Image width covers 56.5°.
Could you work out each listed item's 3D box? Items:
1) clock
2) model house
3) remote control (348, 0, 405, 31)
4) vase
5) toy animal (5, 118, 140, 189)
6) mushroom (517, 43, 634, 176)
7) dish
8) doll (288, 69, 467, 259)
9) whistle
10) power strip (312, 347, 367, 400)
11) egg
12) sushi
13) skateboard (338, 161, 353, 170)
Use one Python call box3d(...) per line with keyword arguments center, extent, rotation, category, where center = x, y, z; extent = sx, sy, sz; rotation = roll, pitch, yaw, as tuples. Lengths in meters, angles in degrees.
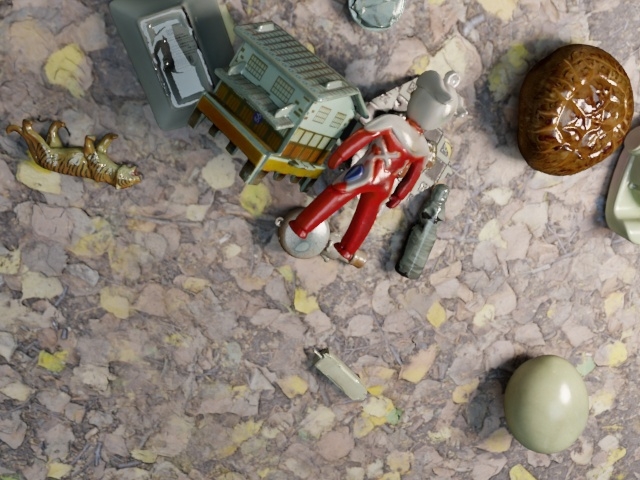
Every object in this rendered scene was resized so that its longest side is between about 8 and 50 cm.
box3d(center=(0.758, -0.149, 1.246), extent=(0.265, 0.108, 0.324), rotation=(-2, 113, -7), category="clock")
box3d(center=(-0.070, -0.225, 1.014), extent=(0.215, 0.224, 0.198), rotation=(-53, 154, 18), category="model house")
box3d(center=(0.103, -0.493, 1.034), extent=(0.104, 0.052, 0.247), rotation=(2, 113, -8), category="remote control")
box3d(center=(0.218, -0.022, 1.250), extent=(0.060, 0.060, 0.211), rotation=(15, 109, -14), category="vase")
box3d(center=(-0.451, -0.158, 1.096), extent=(0.241, 0.056, 0.099), rotation=(11, 111, -13), category="toy animal")
box3d(center=(0.488, -0.245, 1.149), extent=(0.253, 0.153, 0.253), rotation=(-7, 114, -16), category="mushroom")
box3d(center=(-0.244, -0.322, 1.044), extent=(0.182, 0.080, 0.243), rotation=(-19, 114, 0), category="dish")
box3d(center=(0.112, -0.138, 1.047), extent=(0.384, 0.099, 0.188), rotation=(-48, 136, 13), category="doll")
box3d(center=(0.000, 0.000, 1.232), extent=(0.220, 0.057, 0.107), rotation=(24, 94, -22), category="whistle")
box3d(center=(0.043, 0.308, 1.381), extent=(0.048, 0.030, 0.191), rotation=(-39, 113, 10), category="power strip")
box3d(center=(0.528, 0.383, 1.398), extent=(0.187, 0.186, 0.253), rotation=(-1, 117, -8), category="egg")
box3d(center=(0.160, -0.174, 1.136), extent=(0.231, 0.047, 0.219), rotation=(-30, 116, -20), category="sushi")
box3d(center=(0.071, -0.140, 1.164), extent=(0.064, 0.083, 0.032), rotation=(-1, 112, -9), category="skateboard")
